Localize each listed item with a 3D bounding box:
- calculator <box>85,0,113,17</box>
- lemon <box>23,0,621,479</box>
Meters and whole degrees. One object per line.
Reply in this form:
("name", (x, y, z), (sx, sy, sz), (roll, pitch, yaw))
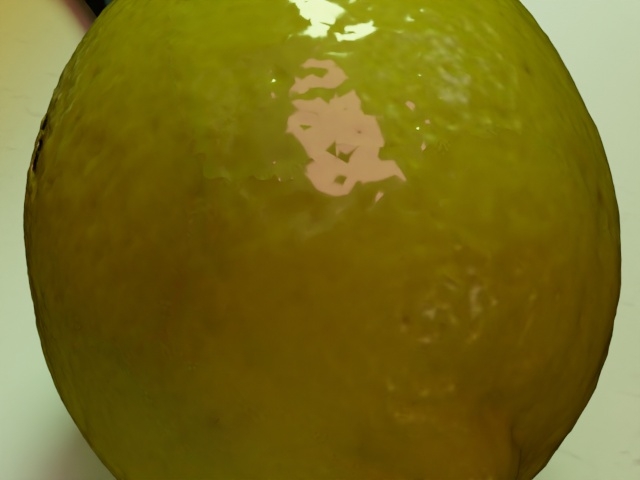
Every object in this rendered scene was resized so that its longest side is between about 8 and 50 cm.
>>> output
("calculator", (-0.025, -0.119, 1.014), (0.173, 0.051, 0.293), (-14, 45, -26))
("lemon", (-0.001, -0.003, 0.733), (0.236, 0.236, 0.263), (9, 21, -2))
